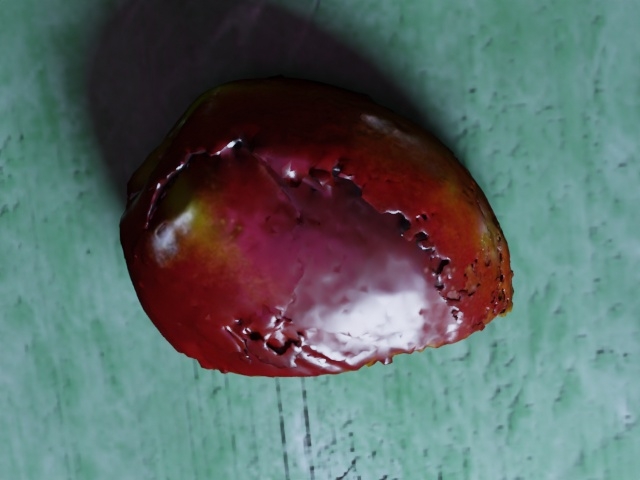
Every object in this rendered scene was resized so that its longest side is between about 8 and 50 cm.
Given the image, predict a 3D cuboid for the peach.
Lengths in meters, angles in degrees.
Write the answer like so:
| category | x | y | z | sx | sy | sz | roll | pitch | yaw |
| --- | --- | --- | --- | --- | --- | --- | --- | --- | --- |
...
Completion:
| category | x | y | z | sx | sy | sz | roll | pitch | yaw |
| --- | --- | --- | --- | --- | --- | --- | --- | --- | --- |
| peach | -0.001 | 0.003 | 0.741 | 0.172 | 0.092 | 0.127 | 19 | 103 | 4 |
